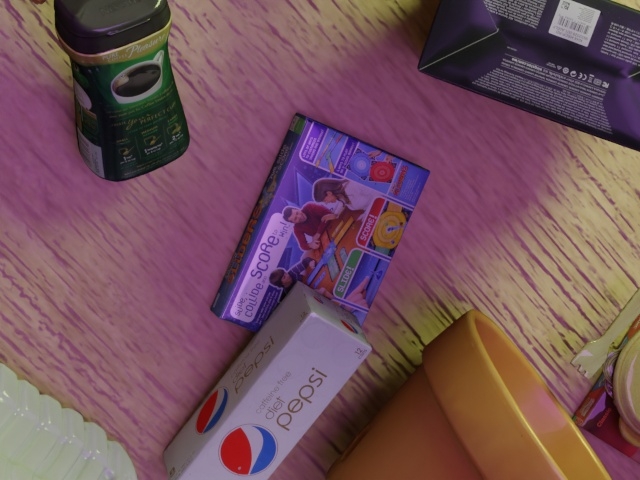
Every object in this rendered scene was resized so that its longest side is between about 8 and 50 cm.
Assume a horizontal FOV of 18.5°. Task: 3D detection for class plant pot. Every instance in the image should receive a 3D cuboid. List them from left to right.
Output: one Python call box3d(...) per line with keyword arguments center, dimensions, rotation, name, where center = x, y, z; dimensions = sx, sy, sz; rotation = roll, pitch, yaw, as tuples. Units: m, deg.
box3d(center=(0.143, 0.239, 1.807), dimensions=(0.203, 0.291, 0.291), rotation=(-37, 112, 10), name="plant pot")

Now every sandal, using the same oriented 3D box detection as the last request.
box3d(center=(-0.338, 0.159, 1.699), dimensions=(0.416, 0.169, 0.102), rotation=(40, 128, -22), name="sandal")

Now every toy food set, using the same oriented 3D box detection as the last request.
box3d(center=(0.337, 0.141, 1.939), dimensions=(0.132, 0.038, 0.192), rotation=(-47, 107, -11), name="toy food set")

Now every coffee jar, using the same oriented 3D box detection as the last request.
box3d(center=(-0.169, -0.144, 1.665), dimensions=(0.096, 0.079, 0.184), rotation=(-24, 138, -19), name="coffee jar")

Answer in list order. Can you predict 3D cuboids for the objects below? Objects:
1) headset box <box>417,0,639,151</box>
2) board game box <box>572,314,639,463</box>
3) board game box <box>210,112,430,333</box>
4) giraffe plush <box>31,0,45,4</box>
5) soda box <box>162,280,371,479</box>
box3d(center=(0.207, -0.163, 1.709), dimensions=(0.218, 0.293, 0.110), rotation=(20, 97, 2), name="headset box")
box3d(center=(0.384, 0.099, 1.975), dimensions=(0.145, 0.027, 0.281), rotation=(32, 91, -21), name="board game box")
box3d(center=(0.000, 0.000, 1.817), dimensions=(0.136, 0.035, 0.201), rotation=(23, 94, -22), name="board game box")
box3d(center=(-0.242, -0.286, 1.610), dimensions=(0.181, 0.210, 0.170), rotation=(13, 126, 6), name="giraffe plush")
box3d(center=(-0.051, 0.148, 1.791), dimensions=(0.074, 0.069, 0.216), rotation=(33, 103, -23), name="soda box")
